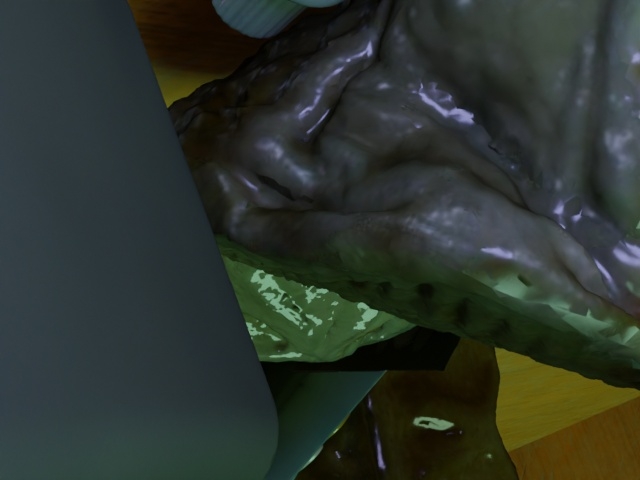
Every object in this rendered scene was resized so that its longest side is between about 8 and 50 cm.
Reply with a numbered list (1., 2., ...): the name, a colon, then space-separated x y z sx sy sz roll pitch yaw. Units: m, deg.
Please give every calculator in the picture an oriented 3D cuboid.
1. calculator: -0.054 0.153 1.313 0.386 0.054 0.256 -51 -173 -34

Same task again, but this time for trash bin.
1. trash bin: -0.137 -0.003 0.489 0.158 0.223 0.343 -23 169 14

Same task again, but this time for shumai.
1. shumai: 0.067 -0.060 0.748 0.222 0.204 0.272 22 172 -39

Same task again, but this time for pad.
1. pad: 0.051 0.017 1.056 0.127 0.004 0.190 -62 -161 -16

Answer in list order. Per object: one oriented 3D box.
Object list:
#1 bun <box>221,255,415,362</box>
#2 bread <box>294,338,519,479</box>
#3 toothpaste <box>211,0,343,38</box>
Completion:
1. bun: 0.000 0.000 0.960 0.195 0.118 0.195 -19 171 -3
2. bread: 0.061 0.220 1.717 0.238 0.252 0.196 -21 173 26
3. toothpaste: 0.051 -0.149 0.578 0.074 0.048 0.297 -3 156 -36
